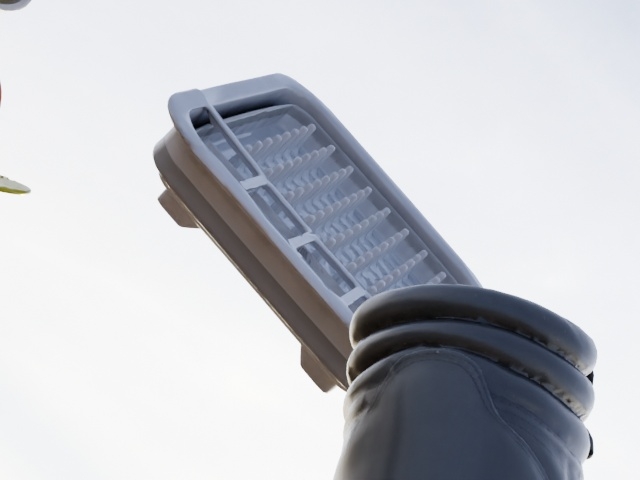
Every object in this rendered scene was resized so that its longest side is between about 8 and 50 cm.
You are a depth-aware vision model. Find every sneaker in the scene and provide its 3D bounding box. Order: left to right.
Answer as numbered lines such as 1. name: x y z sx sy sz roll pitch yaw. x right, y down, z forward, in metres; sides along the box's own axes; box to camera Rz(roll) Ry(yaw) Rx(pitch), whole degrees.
1. sneaker: 0.069 0.117 0.679 0.104 0.147 0.296 4 -27 15

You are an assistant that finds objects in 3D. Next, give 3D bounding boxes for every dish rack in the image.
1. dish rack: 0.000 0.000 1.392 0.285 0.072 0.333 48 19 5

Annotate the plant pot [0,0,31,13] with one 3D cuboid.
1. plant pot: -0.165 -0.166 0.534 0.236 0.032 0.236 59 9 -15

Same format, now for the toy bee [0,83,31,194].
1. toy bee: -0.330 -0.038 1.268 0.195 0.298 0.162 35 18 -42
